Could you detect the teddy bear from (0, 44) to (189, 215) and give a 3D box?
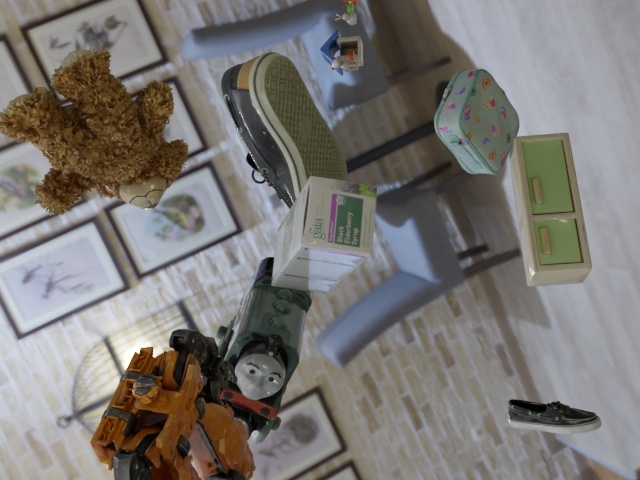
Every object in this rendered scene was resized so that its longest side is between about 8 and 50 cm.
[{"bbox_3d":[-0.300,-0.134,1.096,0.113,0.245,0.338,43,158,24],"label":"teddy bear"}]

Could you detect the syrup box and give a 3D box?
[{"bbox_3d":[0.000,0.000,1.075,0.237,0.096,0.093,131,146,-69],"label":"syrup box"}]

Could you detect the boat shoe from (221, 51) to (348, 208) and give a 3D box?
[{"bbox_3d":[-0.071,-0.198,1.751,0.156,0.187,0.500,6,139,35],"label":"boat shoe"}]

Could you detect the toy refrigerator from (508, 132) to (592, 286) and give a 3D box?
[{"bbox_3d":[0.418,-0.059,1.430,0.094,0.102,0.270,76,-169,-69],"label":"toy refrigerator"}]

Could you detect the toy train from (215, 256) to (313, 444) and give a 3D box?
[{"bbox_3d":[-0.094,0.162,1.198,0.142,0.190,0.334,24,-158,-5],"label":"toy train"}]

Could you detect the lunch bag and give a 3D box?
[{"bbox_3d":[0.427,-0.321,2.148,0.108,0.224,0.279,10,157,46],"label":"lunch bag"}]

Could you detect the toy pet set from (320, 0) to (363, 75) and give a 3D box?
[{"bbox_3d":[0.027,-0.318,1.224,0.114,0.065,0.122,42,-133,-75],"label":"toy pet set"}]

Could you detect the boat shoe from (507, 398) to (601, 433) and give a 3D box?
[{"bbox_3d":[0.353,0.266,1.189,0.142,0.049,0.040,-5,102,31],"label":"boat shoe"}]

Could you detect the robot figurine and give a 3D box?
[{"bbox_3d":[-0.146,0.227,0.811,0.291,0.085,0.211,75,-155,-44],"label":"robot figurine"}]
